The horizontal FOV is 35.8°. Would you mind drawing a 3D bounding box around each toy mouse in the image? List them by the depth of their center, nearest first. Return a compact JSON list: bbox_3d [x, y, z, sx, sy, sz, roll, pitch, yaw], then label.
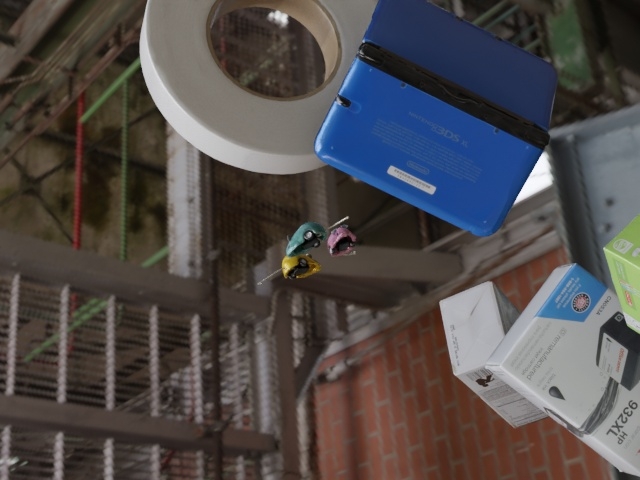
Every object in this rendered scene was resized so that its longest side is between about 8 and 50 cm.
[{"bbox_3d":[0.000,0.000,1.394,0.161,0.143,0.031,-7,-123,-36],"label":"toy mouse"}]

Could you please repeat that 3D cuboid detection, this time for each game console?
[{"bbox_3d":[0.171,-0.188,1.425,0.293,0.250,0.173,25,-162,-5],"label":"game console"}]

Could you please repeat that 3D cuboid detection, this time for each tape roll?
[{"bbox_3d":[-0.077,-0.288,1.488,0.392,0.072,0.392,6,-112,-14],"label":"tape roll"}]

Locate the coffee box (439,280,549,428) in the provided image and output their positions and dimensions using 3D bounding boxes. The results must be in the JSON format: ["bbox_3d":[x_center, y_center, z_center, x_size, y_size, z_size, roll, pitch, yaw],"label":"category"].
[{"bbox_3d":[0.359,0.228,1.932,0.297,0.119,0.168,42,-148,-46],"label":"coffee box"}]

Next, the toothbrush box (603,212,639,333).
[{"bbox_3d":[0.560,0.095,1.394,0.122,0.283,0.206,-41,-47,-9],"label":"toothbrush box"}]

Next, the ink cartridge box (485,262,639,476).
[{"bbox_3d":[0.475,0.219,1.682,0.307,0.129,0.223,37,-97,1],"label":"ink cartridge box"}]
